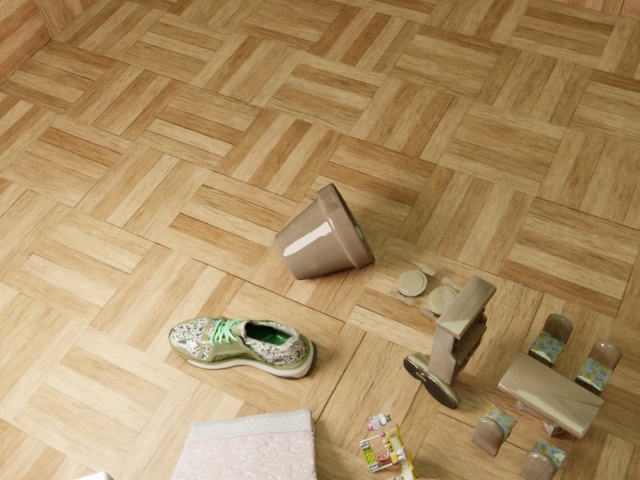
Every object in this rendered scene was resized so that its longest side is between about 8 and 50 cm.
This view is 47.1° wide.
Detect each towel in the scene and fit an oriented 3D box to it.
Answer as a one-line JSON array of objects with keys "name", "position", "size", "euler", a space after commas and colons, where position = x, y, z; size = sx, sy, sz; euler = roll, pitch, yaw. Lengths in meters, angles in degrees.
[{"name": "towel", "position": [-0.172, 0.510, 1.747], "size": [0.331, 0.053, 0.317], "euler": [-5, 17, 1]}]

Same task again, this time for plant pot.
[{"name": "plant pot", "position": [0.000, 0.000, 2.122], "size": [0.229, 0.263, 0.263], "euler": [-28, 54, 5]}]

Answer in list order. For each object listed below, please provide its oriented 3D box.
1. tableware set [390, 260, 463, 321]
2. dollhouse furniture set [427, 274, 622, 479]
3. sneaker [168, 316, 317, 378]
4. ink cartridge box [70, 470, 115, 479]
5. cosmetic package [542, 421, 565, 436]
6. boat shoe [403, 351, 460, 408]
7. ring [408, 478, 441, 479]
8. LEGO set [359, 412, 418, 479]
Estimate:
[{"name": "tableware set", "position": [0.308, 0.151, 2.094], "size": [0.194, 0.039, 0.128], "euler": [31, 73, 31]}, {"name": "dollhouse furniture set", "position": [0.475, 0.301, 1.748], "size": [0.394, 0.256, 0.362], "euler": [31, 59, 23]}, {"name": "sneaker", "position": [-0.215, 0.250, 1.970], "size": [0.410, 0.182, 0.158], "euler": [5, 54, 9]}, {"name": "ink cartridge box", "position": [-0.574, 0.755, 1.627], "size": [0.285, 0.166, 0.395], "euler": [-14, 53, -6]}, {"name": "cosmetic package", "position": [0.574, 0.426, 1.847], "size": [0.041, 0.060, 0.115], "euler": [-15, 51, -8]}, {"name": "boat shoe", "position": [0.304, 0.357, 1.923], "size": [0.072, 0.068, 0.190], "euler": [-26, 54, -29]}, {"name": "ring", "position": [0.222, 0.672, 1.536], "size": [0.336, 0.032, 0.337], "euler": [-6, 57, 10]}, {"name": "LEGO set", "position": [0.168, 0.560, 1.755], "size": [0.107, 0.132, 0.287], "euler": [-22, 76, 9]}]
